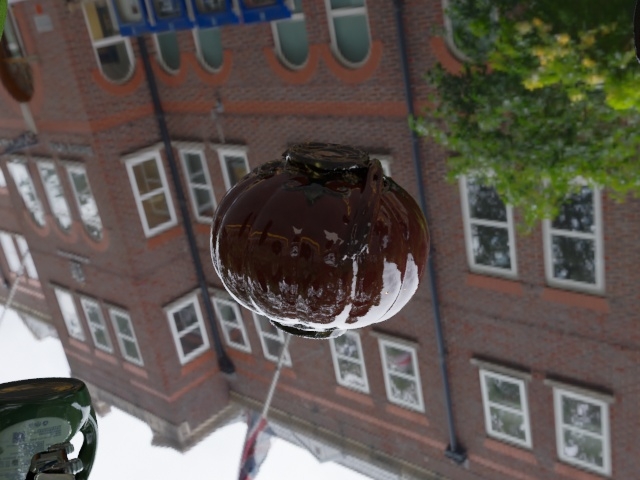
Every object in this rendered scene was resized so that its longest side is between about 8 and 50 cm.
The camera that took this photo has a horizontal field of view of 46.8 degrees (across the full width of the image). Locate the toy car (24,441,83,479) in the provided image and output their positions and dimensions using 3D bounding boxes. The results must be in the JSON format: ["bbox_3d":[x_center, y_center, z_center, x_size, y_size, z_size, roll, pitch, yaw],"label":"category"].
[{"bbox_3d":[-0.240,0.243,0.671,0.056,0.095,0.205,-9,176,-22],"label":"toy car"}]

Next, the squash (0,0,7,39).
[{"bbox_3d":[-0.400,-0.149,0.742,0.082,0.082,0.292,22,-101,54],"label":"squash"}]

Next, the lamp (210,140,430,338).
[{"bbox_3d":[0.000,0.000,1.023,0.303,0.257,0.303,6,-161,-2],"label":"lamp"}]

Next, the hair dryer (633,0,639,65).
[{"bbox_3d":[0.446,-0.291,0.777,0.320,0.155,0.284,-16,-120,-26],"label":"hair dryer"}]

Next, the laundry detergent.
[{"bbox_3d":[-0.326,0.265,0.854,0.137,0.211,0.063,-5,-164,-30],"label":"laundry detergent"}]
